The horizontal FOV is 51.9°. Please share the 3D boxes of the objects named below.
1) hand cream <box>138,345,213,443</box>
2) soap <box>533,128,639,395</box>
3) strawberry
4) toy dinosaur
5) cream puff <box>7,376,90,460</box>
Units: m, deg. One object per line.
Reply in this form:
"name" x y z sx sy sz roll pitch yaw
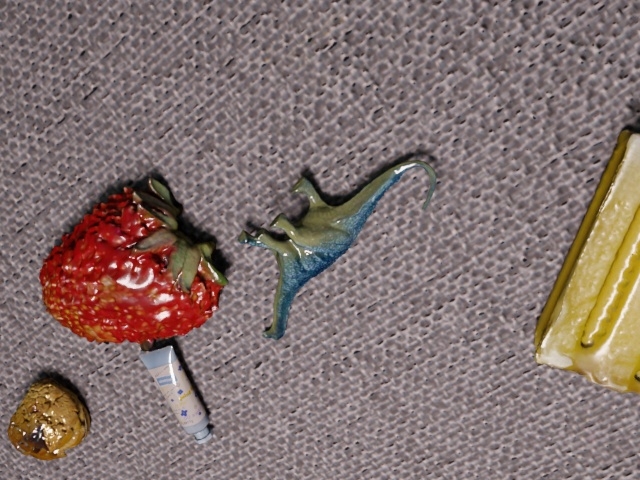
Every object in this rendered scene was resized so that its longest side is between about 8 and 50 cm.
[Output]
"hand cream" -0.219 0.242 1.033 0.065 0.043 0.171 -20 105 20
"soap" 0.409 0.036 0.817 0.199 0.091 0.315 17 109 6
"strawberry" -0.299 0.077 0.956 0.306 0.138 0.233 -36 98 18
"toy dinosaur" -0.011 -0.003 0.904 0.147 0.076 0.363 35 113 -21
"cream puff" -0.445 0.295 1.073 0.119 0.104 0.133 12 108 15
